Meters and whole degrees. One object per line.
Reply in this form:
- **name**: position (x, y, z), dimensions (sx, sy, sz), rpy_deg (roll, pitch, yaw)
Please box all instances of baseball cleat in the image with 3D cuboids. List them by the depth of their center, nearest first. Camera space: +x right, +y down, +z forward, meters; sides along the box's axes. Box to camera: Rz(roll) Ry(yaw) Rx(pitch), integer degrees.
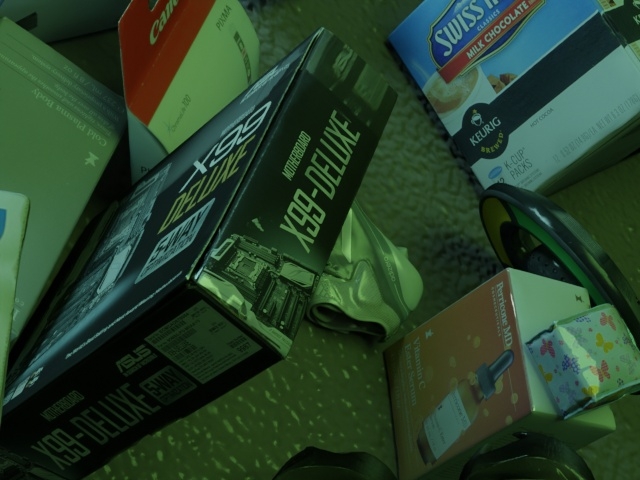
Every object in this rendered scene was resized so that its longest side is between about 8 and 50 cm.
- **baseball cleat**: position (0.000, 0.000, 1.216), dimensions (0.206, 0.072, 0.109), rpy_deg (43, 51, -3)

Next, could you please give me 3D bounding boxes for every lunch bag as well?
- **lunch bag**: position (0.210, 0.091, 1.091), dimensions (0.083, 0.053, 0.071), rpy_deg (-17, 72, -34)

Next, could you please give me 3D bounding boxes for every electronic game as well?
- **electronic game**: position (0.219, 0.044, 1.276), dimensions (0.048, 0.229, 0.229), rpy_deg (-36, 87, -9)

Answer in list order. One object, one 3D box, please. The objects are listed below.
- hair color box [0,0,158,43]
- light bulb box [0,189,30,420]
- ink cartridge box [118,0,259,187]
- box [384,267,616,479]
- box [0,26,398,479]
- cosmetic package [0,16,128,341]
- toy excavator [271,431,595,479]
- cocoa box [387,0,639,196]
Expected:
- **hair color box**: position (-0.244, -0.230, 1.086), dimensions (0.339, 0.185, 0.110), rpy_deg (-25, 76, -44)
- **light bulb box**: position (-0.349, 0.145, 0.685), dimensions (0.361, 0.225, 0.358), rpy_deg (10, 56, -16)
- **ink cartridge box**: position (-0.096, -0.127, 1.117), dimensions (0.066, 0.232, 0.189), rpy_deg (16, 49, 5)
- **box**: position (0.143, 0.121, 1.179), dimensions (0.091, 0.170, 0.130), rpy_deg (15, 54, -31)
- **box**: position (-0.099, 0.024, 0.952), dimensions (0.076, 0.307, 0.242), rpy_deg (39, 46, -17)
- **cosmetic package**: position (-0.242, -0.031, 1.021), dimensions (0.127, 0.107, 0.238), rpy_deg (35, 43, -20)
- **toy excavator**: position (0.153, 0.371, 0.956), dimensions (0.222, 0.433, 0.445), rpy_deg (-44, 129, -78)
- **cocoa box**: position (0.290, -0.212, 1.466), dimensions (0.347, 0.231, 0.228), rpy_deg (-23, 78, -45)
